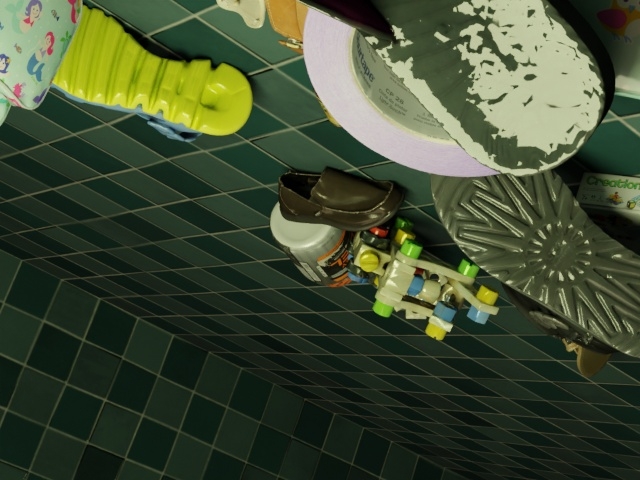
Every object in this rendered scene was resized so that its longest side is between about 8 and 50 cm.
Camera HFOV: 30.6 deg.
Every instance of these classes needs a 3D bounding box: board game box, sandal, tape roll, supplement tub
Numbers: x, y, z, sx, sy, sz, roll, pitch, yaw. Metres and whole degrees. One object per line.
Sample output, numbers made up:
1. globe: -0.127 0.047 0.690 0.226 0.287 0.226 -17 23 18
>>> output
1. board game box: 0.474 0.010 1.545 0.193 0.053 0.305 9 160 33
2. sandal: -0.254 -0.210 1.569 0.317 0.126 0.138 24 166 -10
3. tape roll: 0.126 -0.190 1.101 0.274 0.090 0.275 11 138 10
4. sandal: 0.028 -0.223 0.847 0.446 0.107 0.167 43 126 6
5. sandal: 0.442 0.142 1.982 0.079 0.088 0.240 46 171 34
6. supplement tub: 0.000 0.000 1.920 0.117 0.117 0.190 11 161 25

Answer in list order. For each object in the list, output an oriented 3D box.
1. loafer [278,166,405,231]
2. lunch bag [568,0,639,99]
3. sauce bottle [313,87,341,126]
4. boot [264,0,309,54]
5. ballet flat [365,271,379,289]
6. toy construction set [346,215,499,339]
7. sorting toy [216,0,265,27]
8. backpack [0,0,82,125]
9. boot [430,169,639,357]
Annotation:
1. loafer: 0.021 -0.067 1.758 0.220 0.080 0.078 0 135 32
2. lunch bag: 0.208 -0.232 0.888 0.279 0.108 0.224 12 117 15
3. sauce bottle: 0.013 -0.189 1.471 0.042 0.042 0.128 12 159 23
4. boot: 0.066 -0.190 1.287 0.220 0.109 0.283 10 157 22
5. ballet flat: 0.055 0.063 2.157 0.173 0.049 0.057 1 153 46
6. toy construction set: 0.145 0.050 1.807 0.215 0.151 0.327 22 180 -5
7. sorting toy: -0.109 -0.282 1.328 0.075 0.045 0.083 11 162 47
8. backpack: -0.379 -0.276 1.288 0.191 0.254 0.225 8 156 21
9. boot: 0.300 0.021 1.598 0.367 0.146 0.445 43 -177 6
